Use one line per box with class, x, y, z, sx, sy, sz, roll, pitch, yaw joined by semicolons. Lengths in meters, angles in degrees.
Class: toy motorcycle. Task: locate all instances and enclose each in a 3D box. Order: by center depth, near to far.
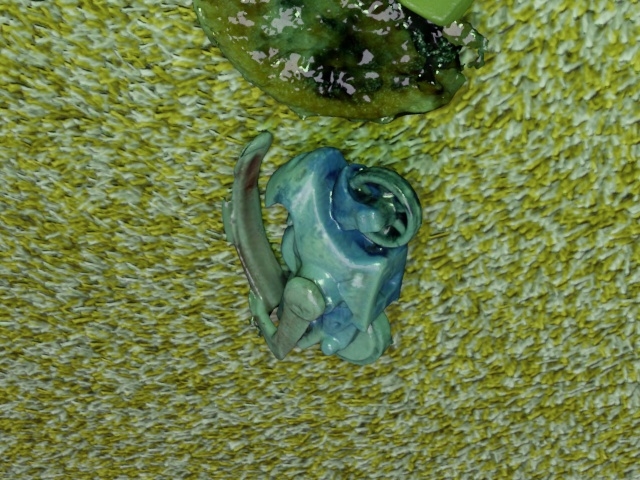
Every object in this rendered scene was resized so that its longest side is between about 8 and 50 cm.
toy motorcycle;-0.011;0.014;1.582;0.241;0.182;0.319;13;133;2

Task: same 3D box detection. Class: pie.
pie;0.005;-0.273;1.404;0.296;0.078;0.371;-10;129;21

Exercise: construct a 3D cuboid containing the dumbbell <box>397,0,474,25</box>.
dumbbell;0.019;-0.312;1.238;0.302;0.121;0.108;26;103;-13
